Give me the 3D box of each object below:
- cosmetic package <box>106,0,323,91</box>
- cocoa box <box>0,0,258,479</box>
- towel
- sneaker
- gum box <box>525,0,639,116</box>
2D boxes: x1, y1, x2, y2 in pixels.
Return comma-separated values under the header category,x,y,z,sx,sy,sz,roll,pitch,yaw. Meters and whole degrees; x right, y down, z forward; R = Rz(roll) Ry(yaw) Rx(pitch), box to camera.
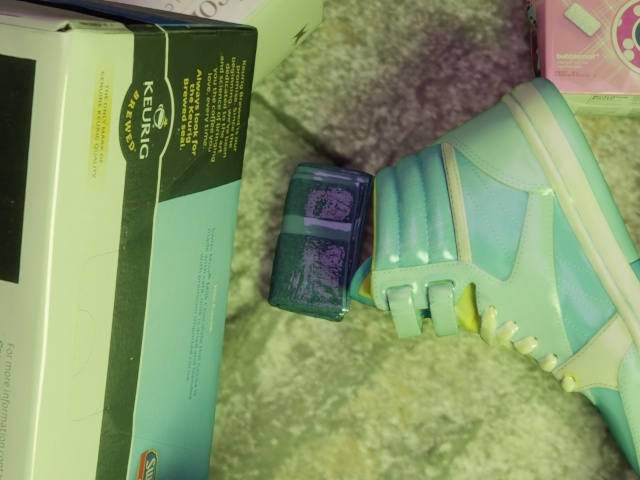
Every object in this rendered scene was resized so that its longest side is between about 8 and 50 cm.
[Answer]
category,x,y,z,sx,sy,sz,roll,pitch,yaw
cosmetic package,-0.234,-0.267,1.091,0.453,0.161,0.230,43,81,7
cocoa box,-0.200,0.021,0.876,0.231,0.228,0.347,12,103,21
towel,0.000,0.000,1.104,0.067,0.029,0.119,10,79,3
sneaker,0.142,0.061,1.053,0.208,0.127,0.319,-24,84,5
gum box,0.256,-0.157,1.120,0.188,0.062,0.107,1,78,0
